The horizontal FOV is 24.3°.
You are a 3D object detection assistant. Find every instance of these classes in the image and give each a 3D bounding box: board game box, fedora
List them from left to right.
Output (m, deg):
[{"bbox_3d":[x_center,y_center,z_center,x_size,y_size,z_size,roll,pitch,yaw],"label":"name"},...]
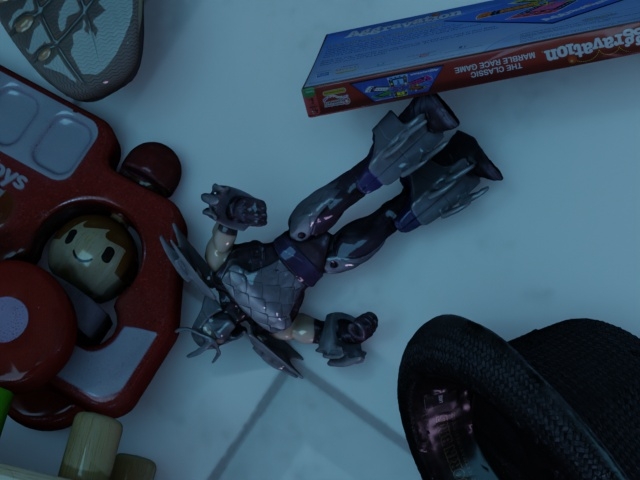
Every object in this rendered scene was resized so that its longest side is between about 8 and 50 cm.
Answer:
[{"bbox_3d":[0.133,-0.154,1.136,0.281,0.145,0.027,-10,113,13],"label":"board game box"},{"bbox_3d":[0.204,0.174,1.064,0.152,0.334,0.334,-31,78,-21],"label":"fedora"}]

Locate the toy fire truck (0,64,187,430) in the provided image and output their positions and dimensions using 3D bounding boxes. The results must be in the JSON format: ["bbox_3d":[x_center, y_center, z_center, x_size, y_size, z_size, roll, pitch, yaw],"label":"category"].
[{"bbox_3d":[-0.243,-0.002,1.215,0.302,0.169,0.254,27,74,13],"label":"toy fire truck"}]

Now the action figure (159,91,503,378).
[{"bbox_3d":[0.000,0.000,1.156,0.285,0.099,0.185,-39,120,8],"label":"action figure"}]

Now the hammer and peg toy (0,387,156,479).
[{"bbox_3d":[-0.307,0.178,1.145,0.361,0.266,0.127,12,73,6],"label":"hammer and peg toy"}]

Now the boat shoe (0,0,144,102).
[{"bbox_3d":[-0.219,-0.274,1.233,0.132,0.130,0.355,-22,76,8],"label":"boat shoe"}]
